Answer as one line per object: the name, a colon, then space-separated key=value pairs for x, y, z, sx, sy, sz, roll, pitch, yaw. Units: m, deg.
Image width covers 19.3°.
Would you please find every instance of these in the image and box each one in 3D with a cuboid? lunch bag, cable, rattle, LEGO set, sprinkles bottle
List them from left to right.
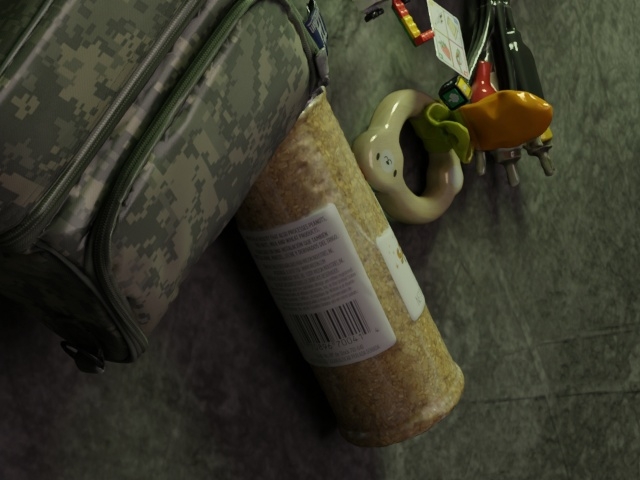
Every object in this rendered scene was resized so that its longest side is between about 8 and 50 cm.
lunch bag: x=-0.152 y=-0.093 z=1.318 sx=0.256 sy=0.212 sz=0.305 roll=47 pitch=64 yaw=-34
sprinkles bottle: x=0.000 y=0.000 z=1.572 sx=0.121 sy=0.121 sz=0.355 roll=-45 pitch=118 yaw=-42
LEGO set: x=0.088 y=-0.238 z=1.694 sx=0.182 sy=0.060 sz=0.244 roll=30 pitch=42 yaw=-41
rattle: x=0.098 y=-0.066 z=1.682 sx=0.199 sy=0.143 sz=0.130 roll=-19 pitch=118 yaw=-54
cable: x=0.159 y=-0.197 z=1.843 sx=0.139 sy=0.072 sz=0.287 roll=-1 pitch=73 yaw=-42
